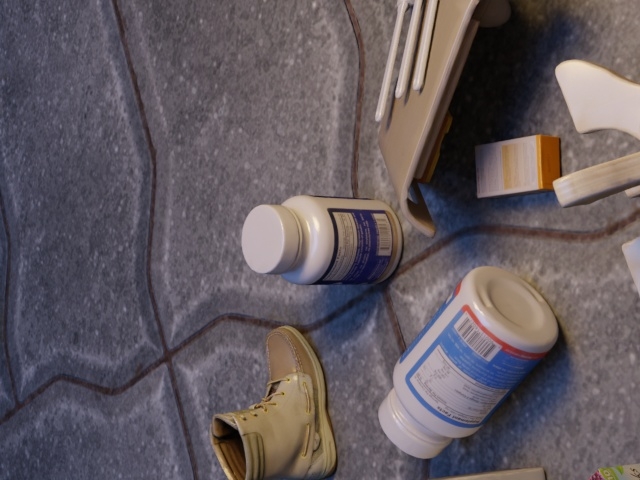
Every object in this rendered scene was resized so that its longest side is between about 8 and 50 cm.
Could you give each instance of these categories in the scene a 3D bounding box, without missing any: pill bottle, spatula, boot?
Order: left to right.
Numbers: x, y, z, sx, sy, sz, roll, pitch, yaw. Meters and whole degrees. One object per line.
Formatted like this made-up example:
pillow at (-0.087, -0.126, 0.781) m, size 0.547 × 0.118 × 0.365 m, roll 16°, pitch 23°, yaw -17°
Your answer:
boot at (-0.073, 0.217, 1.702) m, size 0.077 × 0.165 × 0.213 m, roll -29°, pitch 69°, yaw 44°
pill bottle at (0.000, 0.000, 1.609) m, size 0.112 × 0.186 × 0.112 m, roll -2°, pitch 87°, yaw 49°
spatula at (0.113, -0.263, 1.520) m, size 0.168 × 0.019 × 0.242 m, roll 146°, pitch 138°, yaw -67°
pill bottle at (0.159, 0.144, 1.471) m, size 0.221 × 0.124 × 0.124 m, roll -54°, pitch 51°, yaw 33°

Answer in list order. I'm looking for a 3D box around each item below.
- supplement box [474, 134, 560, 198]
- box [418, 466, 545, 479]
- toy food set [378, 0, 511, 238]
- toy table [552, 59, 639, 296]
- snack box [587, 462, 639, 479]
supplement box at (0.223, -0.082, 1.468) m, size 0.098 × 0.036 × 0.062 m, roll -6°, pitch 85°, yaw 49°
box at (0.141, 0.434, 1.413) m, size 0.168 × 0.215 × 0.345 m, roll -19°, pitch 74°, yaw 48°
toy food set at (0.155, -0.177, 1.473) m, size 0.220 × 0.092 × 0.306 m, roll -99°, pitch 26°, yaw -66°
toy table at (0.334, -0.072, 1.203) m, size 0.161 × 0.252 × 0.274 m, roll -24°, pitch 70°, yaw 31°
snack box at (0.329, 0.264, 1.256) m, size 0.037 × 0.141 × 0.100 m, roll -57°, pitch 50°, yaw 30°
